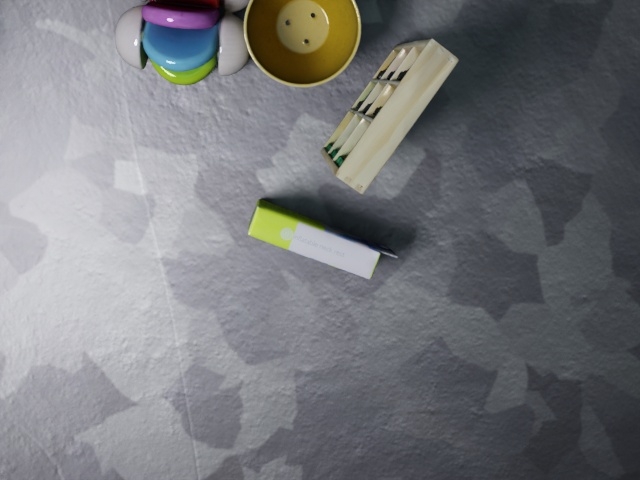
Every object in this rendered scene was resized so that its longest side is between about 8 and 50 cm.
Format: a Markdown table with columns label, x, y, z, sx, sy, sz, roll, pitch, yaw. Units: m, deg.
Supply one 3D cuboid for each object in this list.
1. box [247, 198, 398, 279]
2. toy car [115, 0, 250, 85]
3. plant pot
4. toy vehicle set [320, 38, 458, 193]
| label | x | y | z | sx | sy | sz | roll | pitch | yaw |
| --- | --- | --- | --- | --- | --- | --- | --- | --- | --- |
| box | 0.000 | 0.000 | 1.182 | 0.178 | 0.109 | 0.042 | 21 | 95 | -5 |
| toy car | -0.159 | -0.272 | 1.113 | 0.159 | 0.136 | 0.181 | 6 | 100 | -3 |
| plant pot | -0.021 | -0.253 | 1.140 | 0.134 | 0.095 | 0.134 | 0 | 103 | -1 |
| toy vehicle set | 0.068 | -0.145 | 1.079 | 0.035 | 0.267 | 0.166 | 35 | 96 | -9 |
